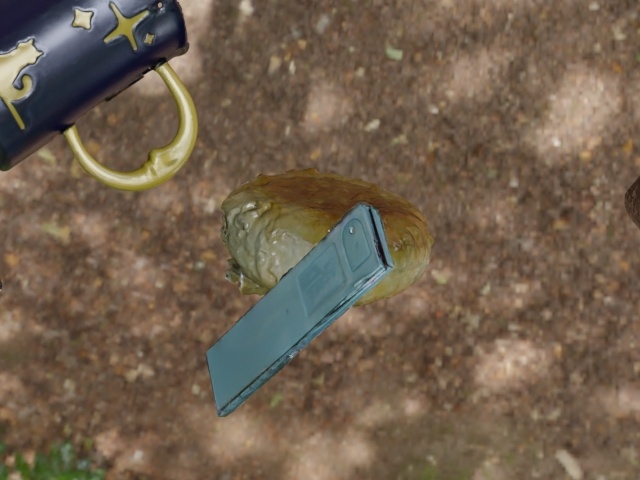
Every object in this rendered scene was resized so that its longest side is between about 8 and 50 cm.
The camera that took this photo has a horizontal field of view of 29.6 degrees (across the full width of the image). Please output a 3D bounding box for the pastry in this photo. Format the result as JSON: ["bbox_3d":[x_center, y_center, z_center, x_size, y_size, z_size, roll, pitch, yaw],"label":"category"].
[{"bbox_3d":[0.006,0.001,1.387,0.257,0.236,0.120,4,109,-19],"label":"pastry"}]

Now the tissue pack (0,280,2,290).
[{"bbox_3d":[-0.437,-0.001,1.368,0.090,0.103,0.170,-34,134,-10],"label":"tissue pack"}]

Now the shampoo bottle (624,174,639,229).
[{"bbox_3d":[0.351,-0.001,1.150,0.068,0.236,0.067,-31,112,6],"label":"shampoo bottle"}]

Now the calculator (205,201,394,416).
[{"bbox_3d":[-0.016,0.044,0.751,0.018,0.057,0.172,21,129,-35],"label":"calculator"}]

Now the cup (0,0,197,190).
[{"bbox_3d":[-0.263,-0.176,1.285,0.255,0.256,0.178,44,160,16],"label":"cup"}]
